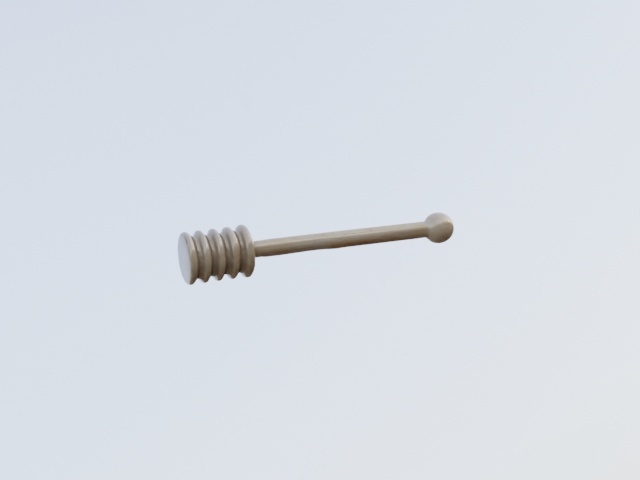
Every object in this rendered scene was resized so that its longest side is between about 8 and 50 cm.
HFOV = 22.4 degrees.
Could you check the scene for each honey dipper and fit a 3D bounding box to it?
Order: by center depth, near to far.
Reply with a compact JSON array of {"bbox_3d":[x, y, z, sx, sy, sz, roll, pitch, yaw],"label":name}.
[{"bbox_3d":[0.000,0.000,0.909,0.161,0.030,0.030,-8,-27,-20],"label":"honey dipper"}]
